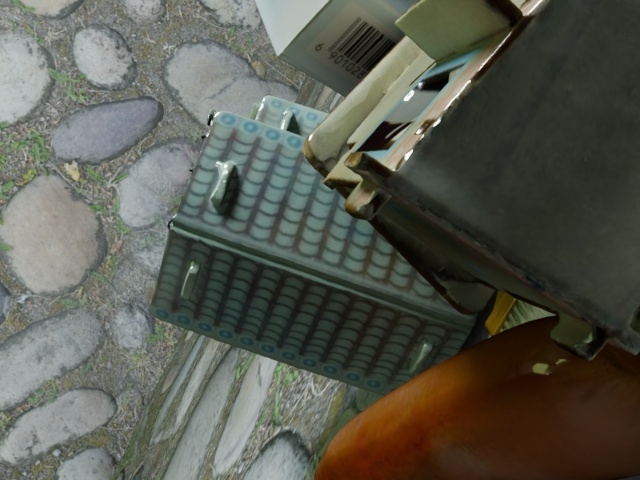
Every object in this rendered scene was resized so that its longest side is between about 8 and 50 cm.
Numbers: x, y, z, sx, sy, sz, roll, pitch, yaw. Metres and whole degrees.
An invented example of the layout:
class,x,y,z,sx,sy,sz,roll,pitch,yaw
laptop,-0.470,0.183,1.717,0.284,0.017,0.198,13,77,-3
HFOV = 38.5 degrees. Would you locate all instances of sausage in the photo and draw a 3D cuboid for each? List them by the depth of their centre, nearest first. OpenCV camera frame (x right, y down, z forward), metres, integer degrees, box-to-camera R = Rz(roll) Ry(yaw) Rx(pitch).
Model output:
class,x,y,z,sx,sy,sz,roll,pitch,yaw
sausage,0.078,0.108,0.502,0.300,0.089,0.083,-47,13,55

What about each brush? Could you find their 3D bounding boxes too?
class,x,y,z,sx,sy,sz,roll,pitch,yaw
brush,0.138,0.000,0.674,0.103,0.013,0.272,-60,11,15

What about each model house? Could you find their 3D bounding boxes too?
class,x,y,z,sx,sy,sz,roll,pitch,yaw
model house,0.130,-0.116,0.428,0.326,0.169,0.244,-48,4,-2
model house,0.000,0.000,0.730,0.215,0.224,0.198,-99,29,-79

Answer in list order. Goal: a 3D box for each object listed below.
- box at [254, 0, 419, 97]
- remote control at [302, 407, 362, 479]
class,x,y,z,sx,sy,sz,roll,pitch,yaw
box,0.059,-0.137,0.626,0.067,0.243,0.155,-42,47,26
remote control,-0.007,0.229,0.760,0.190,0.029,0.087,-60,12,15
